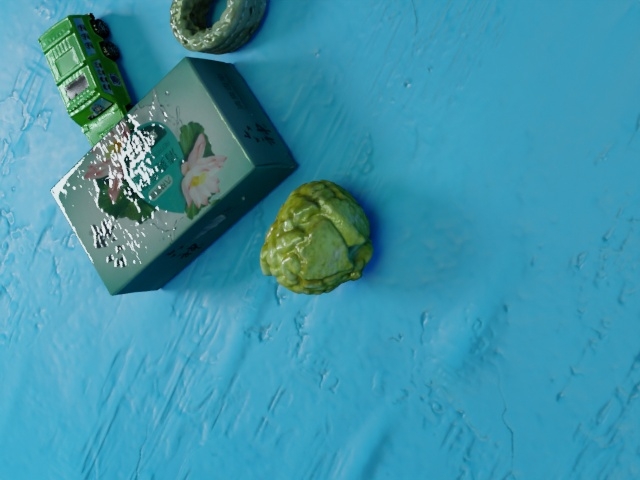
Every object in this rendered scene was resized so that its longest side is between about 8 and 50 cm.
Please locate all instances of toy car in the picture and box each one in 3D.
[{"bbox_3d":[-0.265,-0.181,1.553,0.071,0.062,0.165,-31,75,27],"label":"toy car"}]

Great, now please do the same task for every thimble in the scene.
[{"bbox_3d":[-0.108,-0.252,1.464,0.110,0.062,0.084,-38,75,26],"label":"thimble"}]

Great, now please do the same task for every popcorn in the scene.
[{"bbox_3d":[0.000,0.000,1.399,0.106,0.121,0.116,24,137,-11],"label":"popcorn"}]

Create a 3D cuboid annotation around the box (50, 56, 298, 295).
[{"bbox_3d":[-0.165,-0.067,1.489,0.245,0.092,0.153,-41,73,24],"label":"box"}]
